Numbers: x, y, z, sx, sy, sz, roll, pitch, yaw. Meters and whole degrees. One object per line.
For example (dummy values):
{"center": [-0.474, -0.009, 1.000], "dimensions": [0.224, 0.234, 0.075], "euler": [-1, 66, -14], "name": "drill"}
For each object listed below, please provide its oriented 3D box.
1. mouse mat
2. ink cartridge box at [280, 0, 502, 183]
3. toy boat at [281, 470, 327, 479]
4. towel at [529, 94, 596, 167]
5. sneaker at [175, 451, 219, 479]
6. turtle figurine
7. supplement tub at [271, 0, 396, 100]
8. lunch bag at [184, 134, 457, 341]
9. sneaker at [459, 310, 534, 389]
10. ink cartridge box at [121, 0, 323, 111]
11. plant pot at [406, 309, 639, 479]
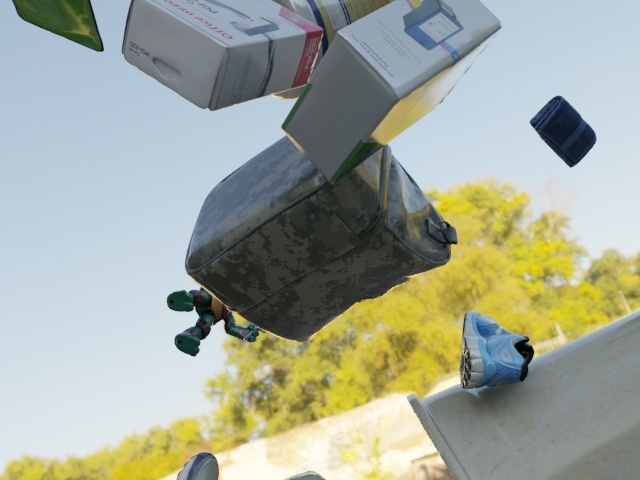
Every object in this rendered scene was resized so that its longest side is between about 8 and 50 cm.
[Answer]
{"center": [-0.398, -0.357, 1.104], "dimensions": [0.153, 0.007, 0.189], "euler": [24, -21, 3], "name": "mouse mat"}
{"center": [0.078, -0.177, 0.816], "dimensions": [0.212, 0.093, 0.154], "euler": [-37, -9, -37], "name": "ink cartridge box"}
{"center": [0.021, 0.325, 0.544], "dimensions": [0.148, 0.267, 0.318], "euler": [-4, -59, -17], "name": "toy boat"}
{"center": [0.375, -0.165, 1.153], "dimensions": [0.119, 0.029, 0.067], "euler": [33, -77, -35], "name": "towel"}
{"center": [-0.099, 0.258, 0.669], "dimensions": [0.058, 0.135, 0.052], "euler": [-7, -20, 33], "name": "sneaker"}
{"center": [-0.177, 0.115, 1.370], "dimensions": [0.118, 0.175, 0.234], "euler": [-24, 1, 34], "name": "turtle figurine"}
{"center": [0.020, -0.417, 1.476], "dimensions": [0.316, 0.228, 0.228], "euler": [-25, -11, -35], "name": "supplement tub"}
{"center": [0.000, 0.000, 1.045], "dimensions": [0.305, 0.212, 0.256], "euler": [-32, -60, 30], "name": "lunch bag"}
{"center": [0.182, 0.118, 0.781], "dimensions": [0.073, 0.063, 0.162], "euler": [5, 11, 9], "name": "sneaker"}
{"center": [-0.123, -0.257, 0.982], "dimensions": [0.218, 0.159, 0.092], "euler": [-33, -30, -51], "name": "ink cartridge box"}
{"center": [0.310, 0.233, 0.809], "dimensions": [0.305, 0.333, 0.334], "euler": [-32, -17, 0], "name": "plant pot"}
